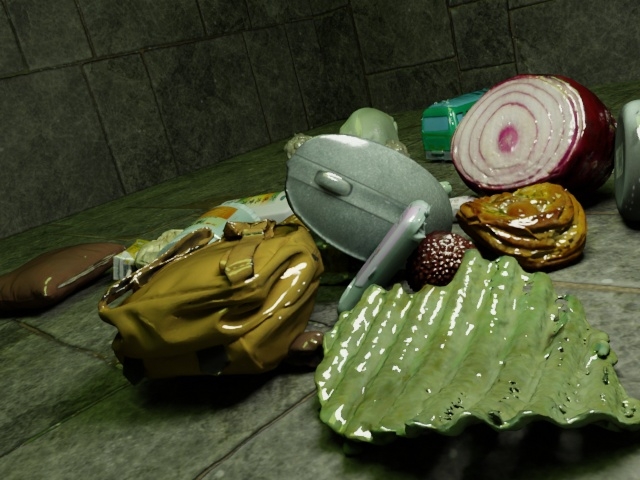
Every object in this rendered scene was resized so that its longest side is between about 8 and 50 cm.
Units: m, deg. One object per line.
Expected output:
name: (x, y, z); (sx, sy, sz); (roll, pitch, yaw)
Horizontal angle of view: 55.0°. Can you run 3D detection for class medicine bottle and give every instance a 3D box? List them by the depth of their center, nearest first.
medicine bottle: (-0.236, 0.021, 1.376); (0.158, 0.158, 0.318); (-10, 16, 15)
medicine bottle: (-0.110, -0.068, 1.639); (0.325, 0.124, 0.179); (-6, 18, 21)

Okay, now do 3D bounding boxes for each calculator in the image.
calculator: (0.103, 0.039, 1.008); (0.246, 0.045, 0.141); (-55, -1, 17)

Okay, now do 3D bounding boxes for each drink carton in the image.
drink carton: (-0.490, 0.062, 1.596); (0.075, 0.084, 0.200); (11, 19, 6)

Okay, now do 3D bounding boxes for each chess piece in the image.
chess piece: (0.293, -0.128, 1.607); (0.103, 0.067, 0.067); (-14, 14, -31)

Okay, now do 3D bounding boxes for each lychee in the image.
lychee: (0.201, 0.043, 1.016); (0.129, 0.123, 0.123); (-29, 15, 6)

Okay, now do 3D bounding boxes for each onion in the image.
onion: (0.479, -0.208, 1.348); (0.260, 0.281, 0.337); (10, -16, -43)

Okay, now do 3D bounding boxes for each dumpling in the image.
dumpling: (0.164, -0.326, 2.170); (0.321, 0.269, 0.212); (3, 23, -45)

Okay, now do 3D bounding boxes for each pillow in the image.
pillow: (-0.719, 0.096, 1.621); (0.306, 0.108, 0.308); (-8, 18, 25)

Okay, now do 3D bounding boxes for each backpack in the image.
backpack: (-0.147, 0.089, 1.003); (0.354, 0.201, 0.378); (-6, 20, 30)

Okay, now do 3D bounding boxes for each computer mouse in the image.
computer mouse: (0.110, -0.062, 1.108); (0.374, 0.203, 0.114); (20, 7, -30)

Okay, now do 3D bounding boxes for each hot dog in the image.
hot dog: (0.362, -0.036, 1.138); (0.196, 0.122, 0.272); (-13, 18, -2)

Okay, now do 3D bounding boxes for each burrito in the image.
burrito: (0.286, -0.070, 1.424); (0.203, 0.064, 0.064); (-3, 19, 38)

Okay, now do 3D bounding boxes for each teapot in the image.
teapot: (0.695, -0.123, 1.114); (0.285, 0.305, 0.223); (0, 57, 21)

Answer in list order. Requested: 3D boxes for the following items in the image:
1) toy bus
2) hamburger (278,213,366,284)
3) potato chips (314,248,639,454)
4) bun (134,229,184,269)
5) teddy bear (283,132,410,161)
toy bus: (0.513, -0.398, 2.083); (0.344, 0.199, 0.184); (-20, 16, -26)
hamburger: (0.000, 0.000, 1.303); (0.309, 0.132, 0.211); (-5, 21, 34)
potato chips: (0.168, 0.135, 0.758); (0.374, 0.097, 0.389); (-12, 20, 7)
bun: (-0.369, 0.033, 1.532); (0.188, 0.110, 0.164); (0, 23, 29)
teddy bear: (0.101, -0.216, 1.814); (0.358, 0.224, 0.367); (5, 19, 14)
